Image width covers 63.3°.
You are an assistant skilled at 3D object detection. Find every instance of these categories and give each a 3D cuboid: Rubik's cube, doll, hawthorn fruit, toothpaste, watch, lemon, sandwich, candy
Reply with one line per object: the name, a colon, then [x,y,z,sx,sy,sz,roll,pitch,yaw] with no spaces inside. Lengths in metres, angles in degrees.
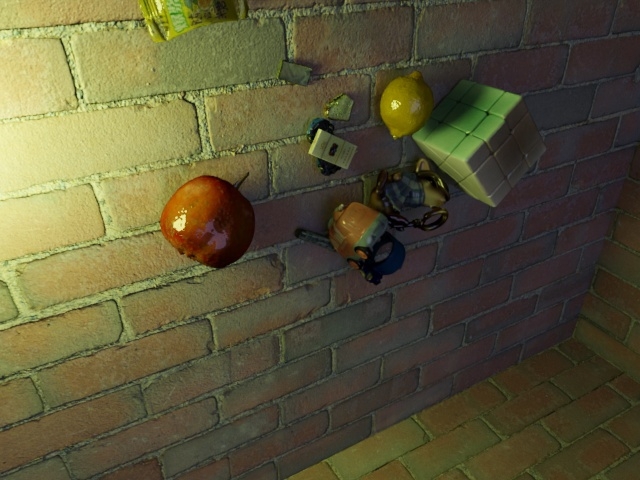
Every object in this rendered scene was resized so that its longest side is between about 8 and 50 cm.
Rubik's cube: [0.612,-0.379,2.011,0.316,0.322,0.319,-49,131,-1]
doll: [0.348,-0.163,2.043,0.339,0.209,0.318,-22,130,-24]
hawthorn fruit: [-0.322,-0.081,1.617,0.287,0.287,0.330,38,86,-42]
toothpaste: [0.000,0.000,2.025,0.239,0.039,0.062,18,110,-41]
watch: [0.245,0.067,2.129,0.200,0.196,0.171,-45,142,8]
lemon: [0.304,-0.478,1.839,0.186,0.187,0.244,-5,121,-31]
sandwich: [0.062,-0.457,1.788,0.104,0.036,0.093,-6,121,-29]
candy: [-0.335,-0.648,1.378,0.297,0.081,0.187,-26,130,-18]

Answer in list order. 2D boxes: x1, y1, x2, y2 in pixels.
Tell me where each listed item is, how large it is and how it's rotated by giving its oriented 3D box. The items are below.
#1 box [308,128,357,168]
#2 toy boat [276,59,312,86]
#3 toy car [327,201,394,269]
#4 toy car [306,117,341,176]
box: [0.044,-0.313,1.787,0.167,0.024,0.090,16,102,-37]
toy boat: [-0.083,-0.533,1.660,0.115,0.016,0.063,4,115,-35]
toy car: [0.130,-0.036,1.961,0.180,0.212,0.270,-51,175,-22]
toy car: [0.011,-0.328,1.816,0.103,0.063,0.216,-32,124,-15]
